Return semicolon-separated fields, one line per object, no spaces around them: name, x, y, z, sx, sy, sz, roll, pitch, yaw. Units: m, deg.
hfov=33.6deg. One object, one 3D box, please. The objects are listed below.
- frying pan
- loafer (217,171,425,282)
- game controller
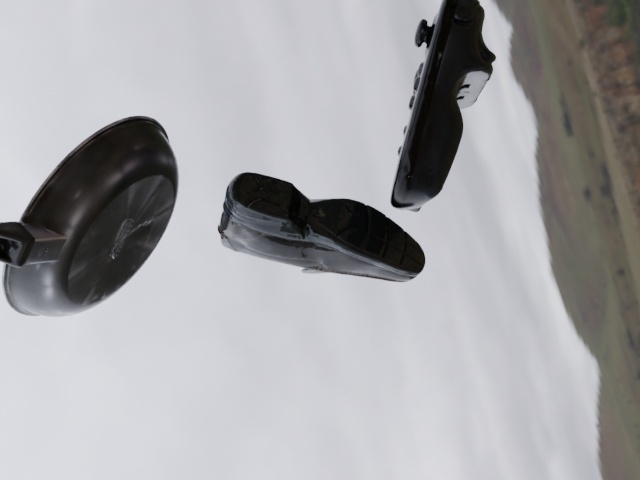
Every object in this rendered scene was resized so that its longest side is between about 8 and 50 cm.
frying pan;-0.196;-0.025;0.825;0.053;0.197;0.326;34;178;15
loafer;0.000;0.000;0.854;0.062;0.170;0.061;-74;7;-49
game controller;0.093;-0.105;0.905;0.319;0.067;0.167;-12;-54;-85
